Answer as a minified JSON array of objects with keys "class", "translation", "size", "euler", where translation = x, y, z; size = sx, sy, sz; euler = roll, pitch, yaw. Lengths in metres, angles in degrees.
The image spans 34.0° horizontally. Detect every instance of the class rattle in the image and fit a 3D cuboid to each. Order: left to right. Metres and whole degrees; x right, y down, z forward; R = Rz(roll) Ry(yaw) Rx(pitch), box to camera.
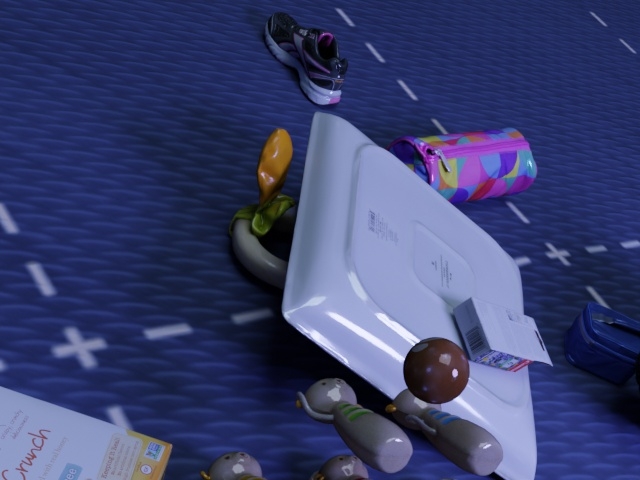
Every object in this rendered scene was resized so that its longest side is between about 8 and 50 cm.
[{"class":"rattle","translation":[0.000,0.000,1.115],"size":[0.130,0.143,0.200],"euler":[10,33,-48]}]

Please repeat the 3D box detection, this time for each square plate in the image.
[{"class":"square plate","translation":[0.115,0.046,1.117],"size":[0.344,0.049,0.347],"euler":[38,34,-23]}]

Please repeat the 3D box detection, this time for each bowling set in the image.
[{"class":"bowling set","translation":[0.065,0.166,0.897],"size":[0.287,0.200,0.154],"euler":[15,6,-32]}]

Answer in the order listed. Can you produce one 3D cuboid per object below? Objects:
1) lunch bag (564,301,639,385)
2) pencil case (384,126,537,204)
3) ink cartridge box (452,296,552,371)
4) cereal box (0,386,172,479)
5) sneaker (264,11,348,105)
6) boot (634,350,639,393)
[{"class":"lunch bag","translation":[0.352,0.123,1.262],"size":[0.098,0.065,0.067],"euler":[22,37,-9]},{"class":"pencil case","translation":[0.184,-0.096,1.381],"size":[0.236,0.104,0.104],"euler":[-11,52,-42]},{"class":"ink cartridge box","translation":[0.190,0.101,1.082],"size":[0.115,0.029,0.063],"euler":[19,43,-44]},{"class":"cereal box","translation":[-0.250,0.186,0.773],"size":[0.240,0.047,0.173],"euler":[18,37,-1]},{"class":"sneaker","translation":[-0.010,-0.272,1.473],"size":[0.072,0.077,0.178],"euler":[-9,50,-42]},{"class":"boot","translation":[0.512,0.174,1.238],"size":[0.260,0.348,0.131],"euler":[-30,42,-5]}]
